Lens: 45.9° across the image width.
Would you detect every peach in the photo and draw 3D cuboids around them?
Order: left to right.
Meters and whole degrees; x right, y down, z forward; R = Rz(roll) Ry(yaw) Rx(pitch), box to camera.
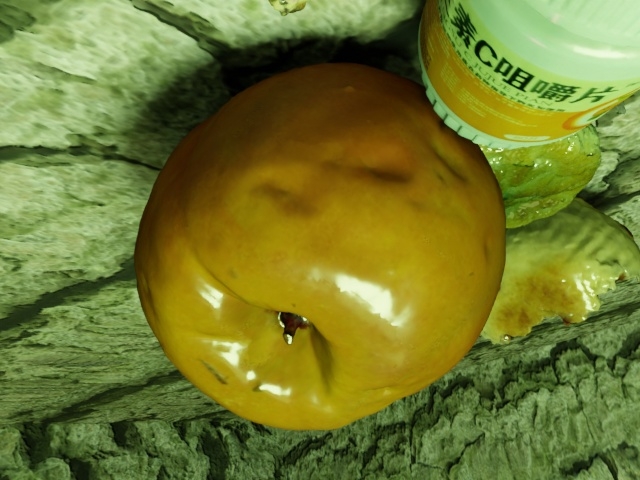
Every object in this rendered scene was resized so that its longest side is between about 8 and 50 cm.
[{"bbox_3d":[0.000,0.000,0.714,0.342,0.302,0.343,6,134,7],"label":"peach"}]

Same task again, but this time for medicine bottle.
[{"bbox_3d":[0.149,-0.155,0.462,0.158,0.158,0.318,-10,175,0],"label":"medicine bottle"}]

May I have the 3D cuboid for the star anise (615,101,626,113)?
[{"bbox_3d":[0.252,-0.166,0.720,0.204,0.061,0.180,5,168,-23],"label":"star anise"}]

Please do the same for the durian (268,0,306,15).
[{"bbox_3d":[0.026,-0.238,0.360,0.191,0.112,0.341,-40,175,-4],"label":"durian"}]

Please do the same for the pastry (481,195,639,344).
[{"bbox_3d":[0.323,0.015,1.108,0.256,0.170,0.237,-21,-161,36],"label":"pastry"}]

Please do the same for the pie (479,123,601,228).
[{"bbox_3d":[0.216,-0.075,0.933,0.277,0.079,0.277,-11,161,-4],"label":"pie"}]
